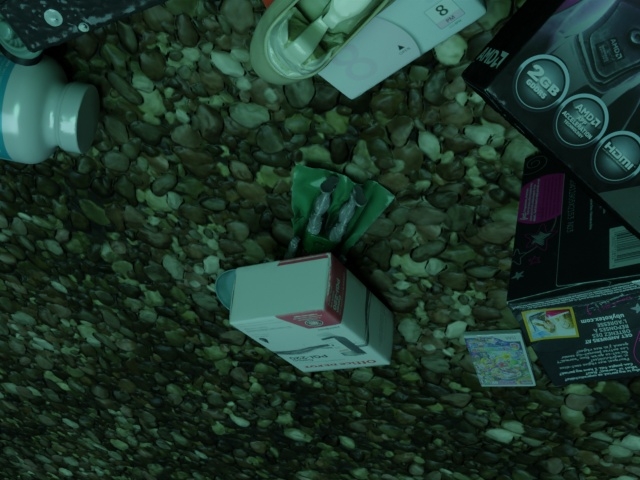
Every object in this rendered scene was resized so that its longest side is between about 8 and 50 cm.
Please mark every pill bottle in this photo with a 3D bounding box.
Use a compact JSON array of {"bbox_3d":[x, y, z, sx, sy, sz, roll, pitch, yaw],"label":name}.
[{"bbox_3d":[-0.432,-0.182,0.951,0.264,0.146,0.146,11,135,-1],"label":"pill bottle"}]

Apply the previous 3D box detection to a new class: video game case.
[{"bbox_3d":[0.278,0.183,1.128,0.087,0.011,0.122,-6,129,26],"label":"video game case"}]

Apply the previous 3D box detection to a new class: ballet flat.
[{"bbox_3d":[0.003,-0.216,0.705,0.086,0.086,0.248,40,133,-17],"label":"ballet flat"}]

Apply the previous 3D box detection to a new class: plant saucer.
[{"bbox_3d":[-0.111,0.083,1.177,0.119,0.021,0.119,11,134,12],"label":"plant saucer"}]

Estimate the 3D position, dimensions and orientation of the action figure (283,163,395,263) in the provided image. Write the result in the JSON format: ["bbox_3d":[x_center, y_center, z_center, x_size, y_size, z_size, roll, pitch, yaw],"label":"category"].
[{"bbox_3d":[0.000,0.000,1.033,0.137,0.063,0.232,21,139,-3],"label":"action figure"}]

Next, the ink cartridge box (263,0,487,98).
[{"bbox_3d":[0.024,-0.261,0.733,0.189,0.066,0.232,-26,141,37],"label":"ink cartridge box"}]

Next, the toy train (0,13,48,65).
[{"bbox_3d":[-0.322,-0.345,0.785,0.190,0.142,0.334,39,133,-3],"label":"toy train"}]

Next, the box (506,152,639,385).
[{"bbox_3d":[0.312,0.012,0.786,0.163,0.247,0.142,-16,126,32],"label":"box"}]

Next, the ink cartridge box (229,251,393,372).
[{"bbox_3d":[-0.007,0.113,1.065,0.158,0.092,0.218,-10,149,27],"label":"ink cartridge box"}]

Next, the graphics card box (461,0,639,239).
[{"bbox_3d":[0.324,-0.195,0.585,0.233,0.094,0.371,39,105,-16],"label":"graphics card box"}]

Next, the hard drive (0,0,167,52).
[{"bbox_3d":[-0.173,-0.322,0.622,0.339,0.064,0.237,-15,132,17],"label":"hard drive"}]
